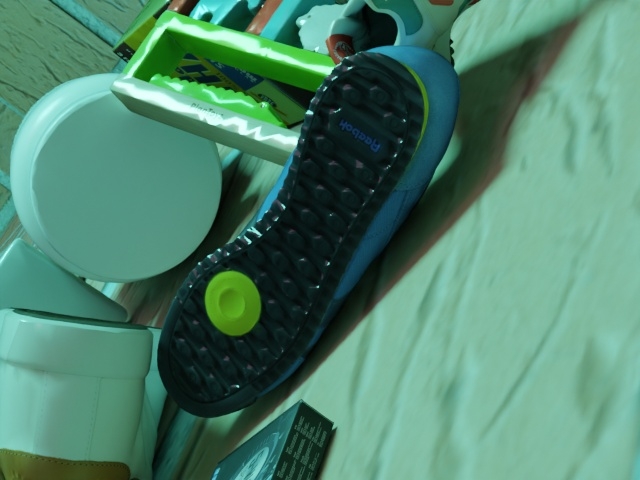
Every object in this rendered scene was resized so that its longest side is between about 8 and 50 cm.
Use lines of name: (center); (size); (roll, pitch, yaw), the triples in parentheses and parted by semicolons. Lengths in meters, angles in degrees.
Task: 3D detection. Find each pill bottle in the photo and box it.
pill bottle: (-0.165, -0.052, 1.099); (0.160, 0.160, 0.283); (-54, 14, -2)

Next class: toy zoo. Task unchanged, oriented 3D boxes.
toy zoo: (0.008, -0.187, 0.917); (0.192, 0.030, 0.293); (21, 72, 39)

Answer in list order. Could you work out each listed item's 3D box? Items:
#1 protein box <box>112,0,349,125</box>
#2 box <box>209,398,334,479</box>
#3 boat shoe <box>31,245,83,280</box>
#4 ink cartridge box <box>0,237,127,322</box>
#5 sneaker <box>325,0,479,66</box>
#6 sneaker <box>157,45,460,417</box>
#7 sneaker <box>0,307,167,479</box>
protein box: (-0.037, -0.203, 1.101); (0.201, 0.136, 0.200); (-56, 15, -14)
box: (-0.030, 0.111, 0.548); (0.067, 0.018, 0.083); (-41, 18, 42)
boat shoe: (-0.298, 0.039, 1.497); (0.068, 0.072, 0.190); (-47, 15, 23)
ink cartridge box: (-0.295, 0.135, 1.158); (0.273, 0.114, 0.197); (-30, 27, 59)
sneaker: (0.030, -0.101, 0.691); (0.075, 0.057, 0.161); (-30, -12, -19)
sneaker: (0.000, 0.000, 0.660); (0.209, 0.069, 0.082); (-56, -17, 19)
sneaker: (-0.141, 0.101, 0.769); (0.290, 0.105, 0.123); (139, 137, -86)
